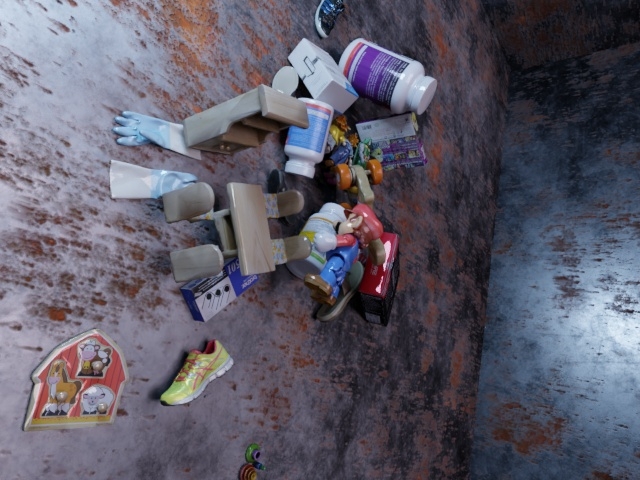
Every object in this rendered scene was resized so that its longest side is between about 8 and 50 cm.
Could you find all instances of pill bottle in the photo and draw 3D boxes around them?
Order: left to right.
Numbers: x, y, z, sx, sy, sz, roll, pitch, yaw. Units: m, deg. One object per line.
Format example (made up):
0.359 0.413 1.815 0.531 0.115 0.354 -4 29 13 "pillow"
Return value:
-0.042 -0.308 1.331 0.124 0.124 0.221 9 96 -52 "pill bottle"
0.000 0.000 1.385 0.136 0.136 0.245 56 49 -35 "pill bottle"
0.230 -0.561 1.514 0.181 0.323 0.181 -48 159 -25 "pill bottle"

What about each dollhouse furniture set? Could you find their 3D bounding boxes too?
-0.151 -0.120 1.039 0.362 0.256 0.394 -6 85 -60 "dollhouse furniture set"

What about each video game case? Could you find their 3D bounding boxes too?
0.270 -0.371 1.657 0.042 0.232 0.210 -50 126 -42 "video game case"

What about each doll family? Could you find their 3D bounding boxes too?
0.062 -0.324 1.480 0.163 0.118 0.263 -59 134 -30 "doll family"

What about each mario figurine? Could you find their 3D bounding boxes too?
0.048 0.020 1.258 0.170 0.198 0.320 37 64 -7 "mario figurine"

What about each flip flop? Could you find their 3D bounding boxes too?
0.064 0.163 1.506 0.080 0.112 0.277 52 55 -19 "flip flop"

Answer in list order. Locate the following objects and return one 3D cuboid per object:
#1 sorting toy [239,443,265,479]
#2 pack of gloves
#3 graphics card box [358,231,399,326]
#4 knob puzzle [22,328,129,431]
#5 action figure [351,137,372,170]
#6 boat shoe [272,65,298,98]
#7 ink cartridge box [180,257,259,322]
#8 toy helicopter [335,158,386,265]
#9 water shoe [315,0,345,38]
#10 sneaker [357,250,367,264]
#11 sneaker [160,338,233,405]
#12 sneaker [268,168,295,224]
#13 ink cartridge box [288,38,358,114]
-0.184 0.629 1.220 0.061 0.042 0.102 44 57 -43 "sorting toy"
-0.360 -0.187 1.002 0.232 0.046 0.195 0 89 -52 "pack of gloves"
0.224 0.152 1.597 0.371 0.094 0.232 67 38 -62 "graphics card box"
-0.469 0.275 0.871 0.213 0.030 0.213 1 89 -52 "knob puzzle"
0.151 -0.284 1.638 0.137 0.063 0.232 37 65 -59 "action figure"
-0.113 -0.433 1.325 0.065 0.075 0.206 112 -14 -71 "boat shoe"
-0.255 0.112 1.132 0.207 0.046 0.097 -40 121 -45 "ink cartridge box"
0.142 -0.079 1.445 0.140 0.235 0.355 -10 70 -12 "toy helicopter"
0.039 -0.791 1.488 0.073 0.080 0.203 28 68 -48 "water shoe"
0.154 0.038 1.658 0.067 0.042 0.118 30 74 -44 "sneaker"
-0.307 0.314 1.048 0.208 0.081 0.094 -36 111 -53 "sneaker"
-0.111 -0.130 1.318 0.089 0.051 0.170 -8 101 -52 "sneaker"
0.009 -0.513 1.366 0.148 0.086 0.203 7 48 -52 "ink cartridge box"
